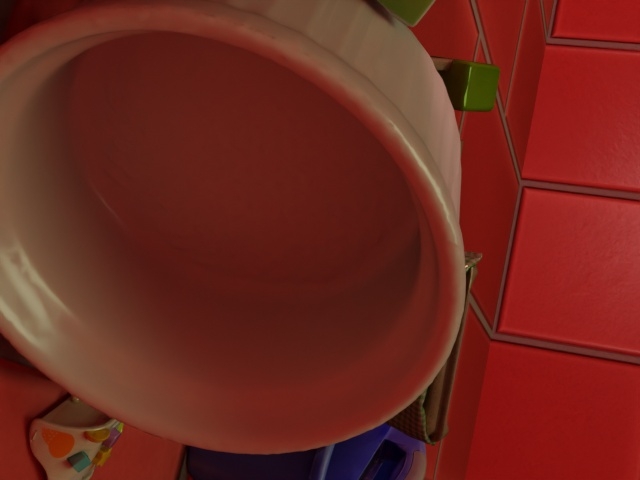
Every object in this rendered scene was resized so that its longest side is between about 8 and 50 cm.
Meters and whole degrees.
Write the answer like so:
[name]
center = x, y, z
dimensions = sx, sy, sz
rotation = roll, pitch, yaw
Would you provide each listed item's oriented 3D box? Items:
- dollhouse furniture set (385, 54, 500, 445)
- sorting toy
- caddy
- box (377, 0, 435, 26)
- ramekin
[dollhouse furniture set]
center = 0.000, 0.000, 0.764
dimensions = 0.151, 0.198, 0.301
rotation = -5, 107, -47
[sorting toy]
center = -0.159, 0.139, 0.675
dimensions = 0.083, 0.045, 0.075
rotation = -41, 155, -62
[caddy]
center = 0.011, 0.217, 0.975
dimensions = 0.341, 0.179, 0.241
rotation = -40, 136, -63
[box]
center = 0.036, -0.273, 0.408
dimensions = 0.322, 0.232, 0.058
rotation = -49, -171, 43
[ramekin]
center = -0.052, -0.024, 0.557
dimensions = 0.135, 0.277, 0.277
rotation = -69, 159, -52
